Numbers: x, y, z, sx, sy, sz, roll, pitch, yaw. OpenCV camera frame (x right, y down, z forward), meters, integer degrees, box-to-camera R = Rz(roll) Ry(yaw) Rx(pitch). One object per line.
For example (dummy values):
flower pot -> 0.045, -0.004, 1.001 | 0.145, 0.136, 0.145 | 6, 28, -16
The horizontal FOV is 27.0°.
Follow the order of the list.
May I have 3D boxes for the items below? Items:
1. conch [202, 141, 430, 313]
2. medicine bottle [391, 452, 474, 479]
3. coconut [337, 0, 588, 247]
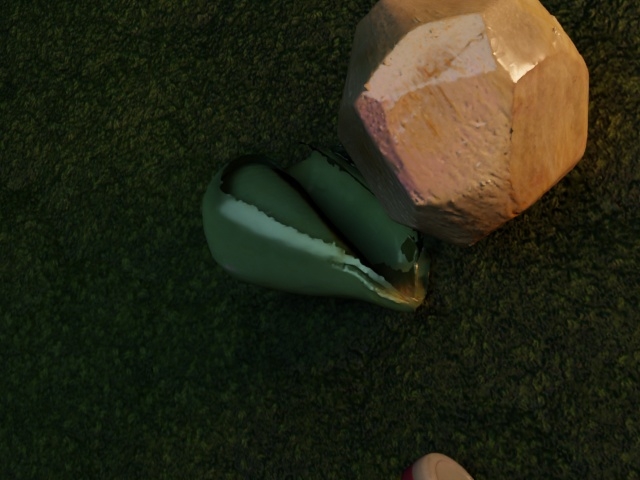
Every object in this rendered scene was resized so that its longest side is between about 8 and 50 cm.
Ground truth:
conch -> 0.000, -0.019, 1.333 | 0.250, 0.143, 0.137 | 3, 121, 26
medicine bottle -> 0.051, 0.290, 1.221 | 0.216, 0.090, 0.090 | -43, 55, 21
coconut -> 0.125, -0.124, 1.193 | 0.237, 0.197, 0.237 | 4, 103, 18
